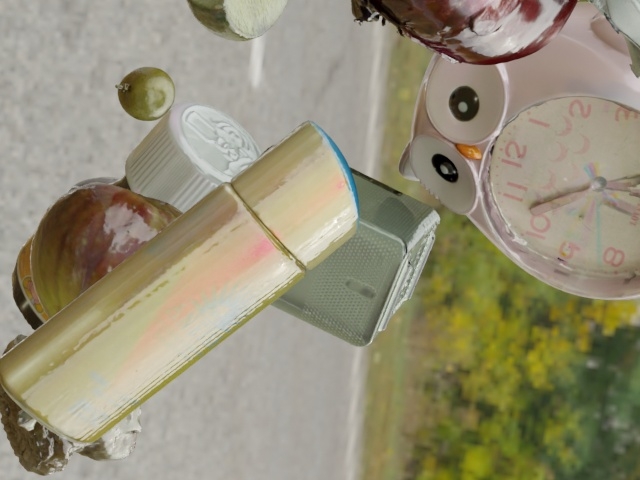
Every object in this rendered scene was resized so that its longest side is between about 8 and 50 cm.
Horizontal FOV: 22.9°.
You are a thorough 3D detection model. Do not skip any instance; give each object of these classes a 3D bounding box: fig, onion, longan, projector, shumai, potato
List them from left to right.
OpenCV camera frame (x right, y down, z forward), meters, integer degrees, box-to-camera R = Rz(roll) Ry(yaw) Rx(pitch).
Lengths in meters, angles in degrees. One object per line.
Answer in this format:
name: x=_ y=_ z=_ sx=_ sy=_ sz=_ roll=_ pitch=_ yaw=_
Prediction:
shumai: x=-0.343 y=0.210 z=2.181 sx=0.185 sy=0.184 sz=0.218 roll=-24 pitch=124 yaw=-27
fig: x=-0.206 y=0.045 z=1.388 sx=0.230 sy=0.143 sz=0.160 roll=-41 pitch=159 yaw=20
longan: x=-0.219 y=-0.182 z=1.940 sx=0.083 sy=0.075 sz=0.075 roll=12 pitch=87 yaw=-39
potato: x=-0.147 y=-0.397 z=2.257 sx=0.255 sy=0.112 sz=0.269 roll=-73 pitch=151 yaw=-42
projector: x=0.000 y=0.000 z=1.866 sx=0.163 sy=0.242 sz=0.177 roll=-66 pitch=169 yaw=20
onion: x=0.123 y=-0.305 z=1.385 sx=0.314 sy=0.232 sz=0.314 roll=44 pitch=27 yaw=-29

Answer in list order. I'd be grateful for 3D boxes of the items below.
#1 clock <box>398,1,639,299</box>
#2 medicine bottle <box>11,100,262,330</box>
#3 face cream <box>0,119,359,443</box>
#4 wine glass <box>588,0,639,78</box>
clock: x=0.296 y=-0.124 z=1.813 sx=0.250 sy=0.376 sz=0.368 roll=-55 pitch=163 yaw=-50
medicine bottle: x=-0.248 y=-0.018 z=2.224 sx=0.395 sy=0.242 sz=0.242 roll=-47 pitch=-175 yaw=26
face cream: x=-0.090 y=0.033 z=1.136 sx=0.285 sy=0.067 sz=0.139 roll=-39 pitch=152 yaw=2
wine glass: x=0.371 y=-0.236 z=1.514 sx=0.165 sy=0.196 sz=0.165 roll=56 pitch=8 yaw=-12
